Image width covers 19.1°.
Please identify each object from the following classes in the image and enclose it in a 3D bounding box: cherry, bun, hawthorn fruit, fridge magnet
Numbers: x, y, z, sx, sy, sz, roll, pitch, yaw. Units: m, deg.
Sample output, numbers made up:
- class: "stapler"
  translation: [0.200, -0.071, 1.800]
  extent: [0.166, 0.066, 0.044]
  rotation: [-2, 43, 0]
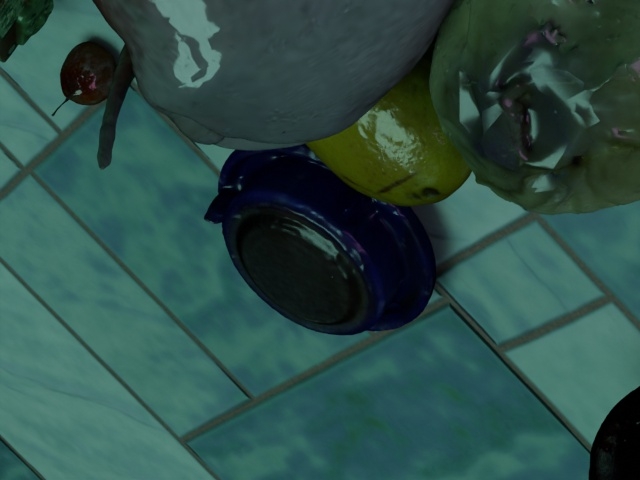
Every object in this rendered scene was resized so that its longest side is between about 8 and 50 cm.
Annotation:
- class: "cherry"
  translation: [-0.036, -0.227, 1.623]
  extent: [0.335, 0.291, 0.326]
  rotation: [-4, 126, 0]
- class: "bun"
  translation: [0.213, -0.130, 1.633]
  extent: [0.273, 0.168, 0.273]
  rotation: [19, 134, 21]
- class: "hawthorn fruit"
  translation: [-0.264, -0.173, 2.092]
  extent: [0.066, 0.103, 0.067]
  rotation: [18, 133, 20]
- class: "fridge magnet"
  translation: [0.000, 0.000, 2.020]
  extent: [0.265, 0.113, 0.265]
  rotation: [25, 144, 20]

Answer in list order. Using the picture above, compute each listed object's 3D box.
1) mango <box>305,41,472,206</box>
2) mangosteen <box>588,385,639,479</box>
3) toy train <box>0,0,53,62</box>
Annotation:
- class: "mango"
  translation: [0.043, -0.141, 1.815]
  extent: [0.262, 0.130, 0.167]
  rotation: [34, 138, 17]
- class: "mangosteen"
  translation: [0.372, 0.237, 1.874]
  extent: [0.211, 0.211, 0.250]
  rotation: [26, 173, 20]
- class: "toy train"
  translation: [-0.433, -0.324, 2.030]
  extent: [0.326, 0.129, 0.159]
  rotation: [35, 171, 5]
